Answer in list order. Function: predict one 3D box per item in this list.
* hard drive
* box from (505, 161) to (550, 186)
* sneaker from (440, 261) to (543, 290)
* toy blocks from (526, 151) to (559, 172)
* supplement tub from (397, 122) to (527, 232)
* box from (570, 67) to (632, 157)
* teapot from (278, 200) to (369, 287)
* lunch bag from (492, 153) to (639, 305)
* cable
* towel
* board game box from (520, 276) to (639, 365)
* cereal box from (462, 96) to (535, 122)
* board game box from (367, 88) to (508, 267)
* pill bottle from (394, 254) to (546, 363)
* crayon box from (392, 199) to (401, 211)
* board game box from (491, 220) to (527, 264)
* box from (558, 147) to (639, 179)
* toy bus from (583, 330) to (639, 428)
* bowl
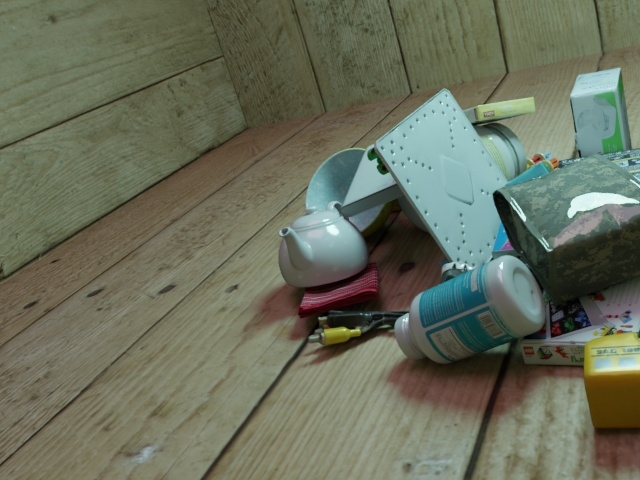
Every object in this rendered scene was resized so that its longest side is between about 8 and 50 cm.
[{"bbox_3d":[0.177,-0.192,1.825,0.203,0.040,0.307,-22,27,31],"label":"hard drive"},{"bbox_3d":[0.536,-0.144,1.746,0.100,0.060,0.244,-35,-8,20],"label":"box"},{"bbox_3d":[0.360,0.102,1.466,0.234,0.078,0.106,1,40,27],"label":"sneaker"},{"bbox_3d":[0.675,-0.231,2.099,0.148,0.054,0.123,-26,21,-23],"label":"toy blocks"},{"bbox_3d":[0.394,-0.184,1.947,0.325,0.235,0.235,-26,21,-22],"label":"supplement tub"},{"bbox_3d":[0.789,-0.322,1.938,0.127,0.262,0.231,-7,22,28],"label":"box"},{"bbox_3d":[0.000,0.000,1.785,0.252,0.187,0.256,-16,9,-15],"label":"teapot"},{"bbox_3d":[0.496,-0.042,1.347,0.235,0.169,0.287,-20,37,3],"label":"lunch bag"},{"bbox_3d":[0.117,0.188,1.512,0.287,0.072,0.139,-2,5,7],"label":"cable"},{"bbox_3d":[0.047,0.115,1.703,0.199,0.031,0.275,-15,11,6],"label":"towel"},{"bbox_3d":[0.509,0.128,1.292,0.193,0.053,0.305,-5,24,34],"label":"board game box"},{"bbox_3d":[0.478,-0.362,1.979,0.173,0.047,0.240,-11,6,-11],"label":"cereal box"},{"bbox_3d":[0.316,-0.138,1.681,0.050,0.390,0.390,-28,10,45],"label":"board game box"},{"bbox_3d":[0.267,0.140,1.279,0.264,0.146,0.146,-29,11,35],"label":"pill bottle"},{"bbox_3d":[0.273,-0.169,2.239,0.323,0.083,0.203,-11,21,20],"label":"crayon box"},{"bbox_3d":[0.555,-0.008,1.534,0.303,0.097,0.224,-9,25,27],"label":"board game box"},{"bbox_3d":[0.791,-0.143,1.700,0.395,0.097,0.318,-7,20,22],"label":"box"},{"bbox_3d":[0.561,0.193,0.994,0.333,0.108,0.130,-8,22,25],"label":"toy bus"},{"bbox_3d":[0.115,-0.117,2.082,0.289,0.289,0.156,-4,-19,34],"label":"bowl"}]
